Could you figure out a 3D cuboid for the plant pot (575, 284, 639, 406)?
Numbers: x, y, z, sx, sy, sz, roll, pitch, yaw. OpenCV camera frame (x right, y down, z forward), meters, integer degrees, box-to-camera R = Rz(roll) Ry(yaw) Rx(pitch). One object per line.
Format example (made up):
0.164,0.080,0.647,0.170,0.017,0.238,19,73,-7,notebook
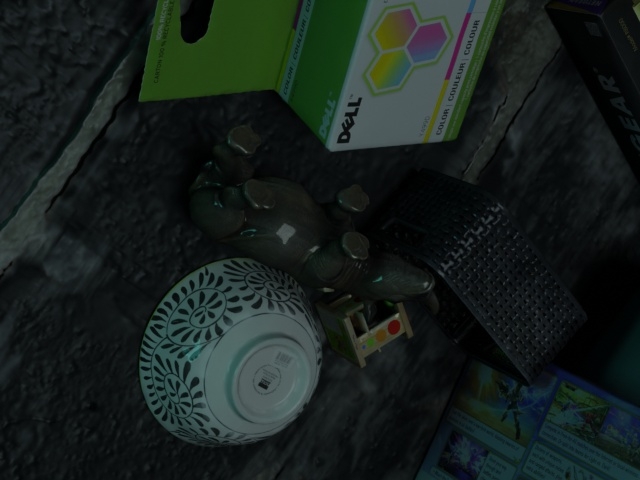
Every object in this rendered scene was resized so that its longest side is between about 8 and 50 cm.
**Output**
0.349,0.201,1.384,0.235,0.293,0.293,-47,123,6,plant pot

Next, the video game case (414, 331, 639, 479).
0.190,0.236,1.294,0.061,0.269,0.244,22,92,-34,video game case

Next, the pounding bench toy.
0.036,0.055,1.279,0.065,0.052,0.083,-30,117,-21,pounding bench toy

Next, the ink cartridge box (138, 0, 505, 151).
0.006,-0.168,1.129,0.255,0.097,0.189,-8,131,-33,ink cartridge box

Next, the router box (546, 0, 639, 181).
0.383,-0.177,1.405,0.243,0.081,0.309,-44,121,-13,router box

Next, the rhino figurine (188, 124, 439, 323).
0.000,0.000,1.195,0.243,0.106,0.073,30,58,-20,rhino figurine

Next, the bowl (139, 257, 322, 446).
-0.058,0.106,1.222,0.170,0.080,0.170,-10,109,-29,bowl

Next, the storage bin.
0.137,0.032,1.292,0.084,0.122,0.180,-47,122,-11,storage bin
